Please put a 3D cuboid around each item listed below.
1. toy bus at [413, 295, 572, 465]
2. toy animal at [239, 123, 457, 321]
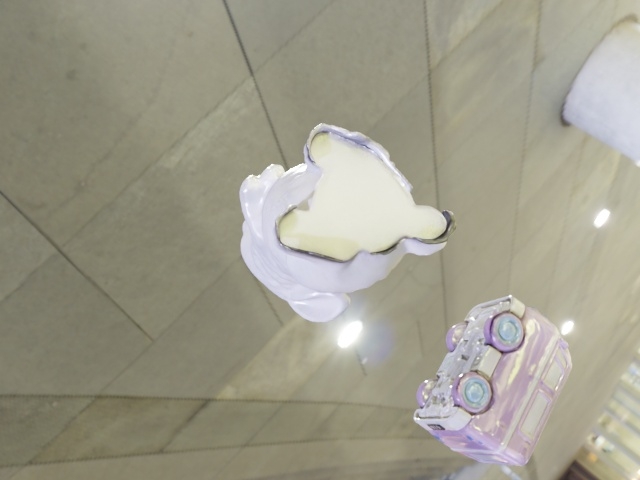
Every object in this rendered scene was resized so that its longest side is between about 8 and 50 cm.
[{"bbox_3d":[0.235,0.188,1.062,0.202,0.142,0.142,-58,-173,-21],"label":"toy bus"},{"bbox_3d":[0.000,0.000,1.083,0.193,0.258,0.357,-59,-177,-22],"label":"toy animal"}]
